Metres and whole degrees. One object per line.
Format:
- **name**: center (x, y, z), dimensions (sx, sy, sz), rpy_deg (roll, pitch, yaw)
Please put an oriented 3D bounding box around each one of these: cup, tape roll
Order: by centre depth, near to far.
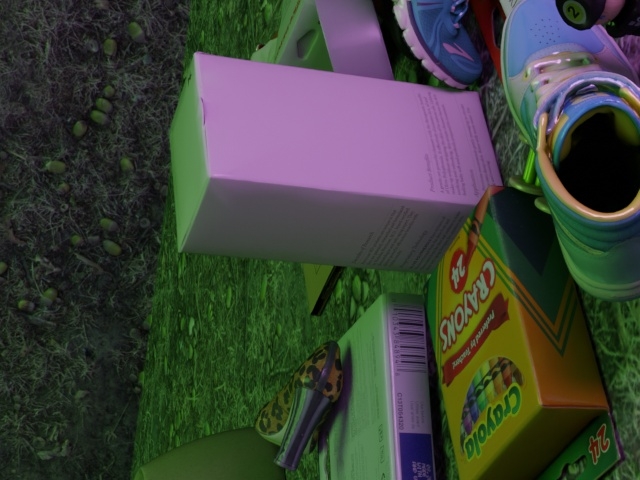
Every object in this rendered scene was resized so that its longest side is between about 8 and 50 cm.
- **tape roll**: center (0.049, -0.242, 1.615), dimensions (0.219, 0.072, 0.219), rpy_deg (-16, -90, -86)
- **cup**: center (-0.220, 0.502, 2.265), dimensions (0.331, 0.236, 0.331), rpy_deg (-174, 90, -73)

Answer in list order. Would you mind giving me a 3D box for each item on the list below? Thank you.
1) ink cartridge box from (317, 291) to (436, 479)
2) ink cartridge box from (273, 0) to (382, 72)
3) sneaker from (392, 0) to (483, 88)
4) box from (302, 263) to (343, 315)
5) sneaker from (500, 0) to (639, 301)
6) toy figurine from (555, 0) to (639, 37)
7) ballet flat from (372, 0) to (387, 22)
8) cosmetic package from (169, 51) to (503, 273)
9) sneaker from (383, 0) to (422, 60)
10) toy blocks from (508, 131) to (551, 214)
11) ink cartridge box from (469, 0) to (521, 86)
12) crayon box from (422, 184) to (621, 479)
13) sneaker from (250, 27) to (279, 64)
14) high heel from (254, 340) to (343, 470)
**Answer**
- **ink cartridge box**: center (0.071, 0.277, 1.687), dimensions (0.330, 0.071, 0.324), rpy_deg (123, 147, -63)
- **ink cartridge box**: center (0.020, -0.384, 1.853), dimensions (0.211, 0.121, 0.289), rpy_deg (119, 162, -52)
- **sneaker**: center (0.136, -0.301, 1.452), dimensions (0.275, 0.110, 0.107), rpy_deg (62, -155, -28)
- **box**: center (0.000, 0.000, 2.062), dimensions (0.164, 0.021, 0.201), rpy_deg (114, 153, -47)
- **sneaker**: center (0.228, -0.124, 1.071), dimensions (0.208, 0.127, 0.319), rpy_deg (55, -163, -63)
- **toy figurine**: center (0.271, -0.293, 1.078), dimensions (0.209, 0.148, 0.213), rpy_deg (-111, 31, -54)
- **ballet flat**: center (0.138, -0.464, 1.650), dimensions (0.124, 0.116, 0.343), rpy_deg (6, 87, 53)
- **cosmetic package**: center (0.016, -0.087, 1.465), dimensions (0.155, 0.365, 0.197), rpy_deg (117, 153, -49)
- **sneaker**: center (0.126, -0.366, 1.539), dimensions (0.130, 0.109, 0.286), rpy_deg (-55, -32, -71)
- **toy blocks**: center (0.247, -0.111, 1.257), dimensions (0.123, 0.054, 0.148), rpy_deg (-124, 42, -63)
- **ink cartridge box**: center (0.215, -0.309, 1.408), dimensions (0.275, 0.060, 0.239), rpy_deg (-102, 25, -42)
- **crayon box**: center (0.201, 0.127, 1.296), dimensions (0.202, 0.081, 0.319), rpy_deg (117, 152, -49)
- **sneaker**: center (-0.088, -0.263, 2.156), dimensions (0.290, 0.105, 0.123), rpy_deg (-51, 36, 46)
- **high heel**: center (-0.021, 0.220, 1.811), dimensions (0.261, 0.093, 0.186), rpy_deg (-143, 76, -82)
